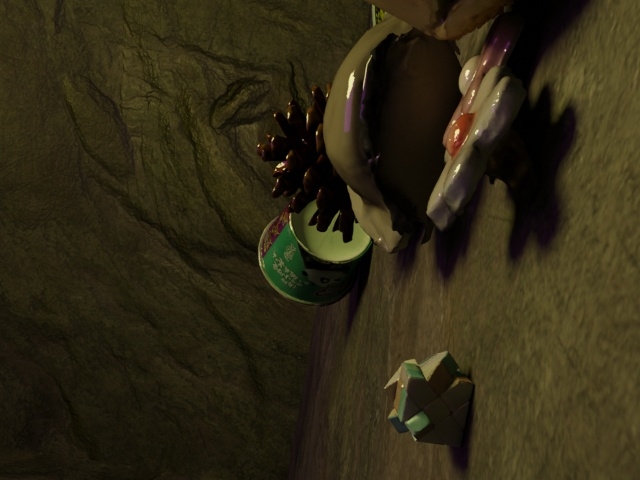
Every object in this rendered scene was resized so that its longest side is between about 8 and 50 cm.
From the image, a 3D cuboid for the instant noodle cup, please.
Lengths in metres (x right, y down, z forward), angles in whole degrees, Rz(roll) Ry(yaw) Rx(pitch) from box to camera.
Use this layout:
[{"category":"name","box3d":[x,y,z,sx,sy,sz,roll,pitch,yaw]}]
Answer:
[{"category":"instant noodle cup","box3d":[0.000,0.000,1.513,0.190,0.251,0.251,123,158,-60]}]

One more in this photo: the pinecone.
[{"category":"pinecone","box3d":[0.034,-0.127,1.025,0.264,0.264,0.264,-171,90,-87]}]

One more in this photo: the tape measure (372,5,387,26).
[{"category":"tape measure","box3d":[0.136,-0.344,0.986,0.351,0.097,0.215,-92,-1,-61]}]

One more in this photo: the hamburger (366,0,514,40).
[{"category":"hamburger","box3d":[0.125,-0.319,0.579,0.302,0.170,0.302,18,-90,-88]}]

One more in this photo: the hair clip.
[{"category":"hair clip","box3d":[0.145,-0.109,0.590,0.257,0.075,0.146,-78,1,-46]}]

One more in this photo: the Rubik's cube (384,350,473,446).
[{"category":"Rubik's cube","box3d":[0.097,0.144,0.634,0.075,0.073,0.084,120,157,-80]}]

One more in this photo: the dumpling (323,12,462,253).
[{"category":"dumpling","box3d":[0.064,-0.133,0.771,0.163,0.204,0.293,-8,-71,-46]}]
